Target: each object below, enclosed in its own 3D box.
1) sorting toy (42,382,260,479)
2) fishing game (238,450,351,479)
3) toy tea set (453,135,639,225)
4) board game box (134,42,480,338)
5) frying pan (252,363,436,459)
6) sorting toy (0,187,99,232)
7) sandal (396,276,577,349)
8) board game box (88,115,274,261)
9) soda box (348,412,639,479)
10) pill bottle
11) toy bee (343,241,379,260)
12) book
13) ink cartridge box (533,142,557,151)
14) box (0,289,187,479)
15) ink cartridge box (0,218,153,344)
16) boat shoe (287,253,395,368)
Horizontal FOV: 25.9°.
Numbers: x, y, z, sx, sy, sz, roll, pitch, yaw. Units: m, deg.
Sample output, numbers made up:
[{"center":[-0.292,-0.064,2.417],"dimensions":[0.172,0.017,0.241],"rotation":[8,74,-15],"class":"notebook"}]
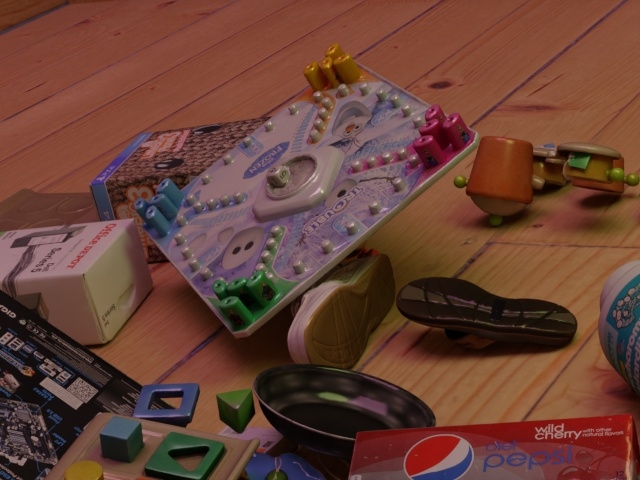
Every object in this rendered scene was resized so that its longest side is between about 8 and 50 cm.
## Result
[{"center":[-0.178,0.224,1.335],"dimensions":[0.196,0.047,0.348],"rotation":[5,30,20],"class":"sorting toy"},{"center":[-0.072,0.248,1.359],"dimensions":[0.264,0.041,0.189],"rotation":[-12,27,-27],"class":"fishing game"},{"center":[0.354,-0.067,1.929],"dimensions":[0.200,0.124,0.336],"rotation":[8,1,-40],"class":"toy tea set"},{"center":[-0.037,-0.085,1.831],"dimensions":[0.390,0.050,0.390],"rotation":[-39,32,-6],"class":"board game box"},{"center":[0.084,0.197,1.453],"dimensions":[0.326,0.053,0.197],"rotation":[16,15,11],"class":"frying pan"},{"center":[-0.494,-0.009,2.331],"dimensions":[0.229,0.041,0.307],"rotation":[5,27,28],"class":"sorting toy"},{"center":[0.194,0.097,1.645],"dimensions":[0.219,0.060,0.090],"rotation":[9,33,15],"class":"sandal"},{"center":[-0.174,-0.083,2.178],"dimensions":[0.291,0.141,0.232],"rotation":[-6,22,16],"class":"board game box"},{"center":[0.161,0.226,1.276],"dimensions":[0.263,0.083,0.092],"rotation":[-6,36,17],"class":"soda box"},{"center":[0.371,0.105,1.390],"dimensions":[0.146,0.146,0.264],"rotation":[-15,21,-6],"class":"pill bottle"},{"center":[0.000,0.000,1.891],"dimensions":[0.298,0.162,0.195],"rotation":[-43,15,4],"class":"toy bee"},{"center":[-0.103,0.243,1.478],"dimensions":[0.096,0.035,0.144],"rotation":[-1,24,36],"class":"book"},{"center":[0.324,-0.123,2.143],"dimensions":[0.083,0.028,0.048],"rotation":[-11,21,4],"class":"ink cartridge box"},{"center":[-0.329,0.199,1.441],"dimensions":[0.295,0.073,0.293],"rotation":[33,35,5],"class":"box"},{"center":[-0.403,0.066,1.976],"dimensions":[0.273,0.115,0.198],"rotation":[-6,22,17],"class":"ink cartridge box"},{"center":[0.008,0.092,1.711],"dimensions":[0.096,0.098,0.277],"rotation":[-4,14,23],"class":"boat shoe"}]
